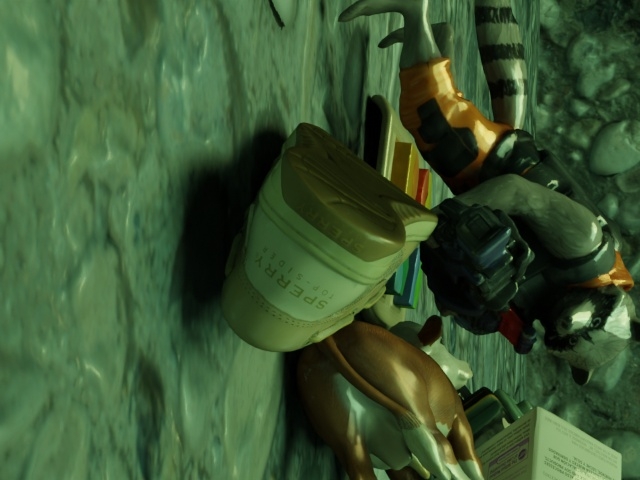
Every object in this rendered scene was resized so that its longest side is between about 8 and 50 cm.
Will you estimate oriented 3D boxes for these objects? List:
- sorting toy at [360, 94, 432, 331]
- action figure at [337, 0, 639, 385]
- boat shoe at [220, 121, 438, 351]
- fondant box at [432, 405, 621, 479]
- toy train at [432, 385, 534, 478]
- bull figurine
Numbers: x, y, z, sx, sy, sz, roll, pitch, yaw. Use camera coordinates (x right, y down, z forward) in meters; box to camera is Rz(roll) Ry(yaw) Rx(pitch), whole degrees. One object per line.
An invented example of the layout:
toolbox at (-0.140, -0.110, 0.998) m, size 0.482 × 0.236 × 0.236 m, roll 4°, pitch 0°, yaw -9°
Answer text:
sorting toy at (0.074, -0.012, 1.283) m, size 0.193 × 0.038 × 0.208 m, roll 38°, pitch 54°, yaw -74°
action figure at (0.142, -0.048, 1.054) m, size 0.330 × 0.178 × 0.341 m, roll 60°, pitch -3°, yaw 5°
boat shoe at (0.000, 0.000, 0.850) m, size 0.098 × 0.109 × 0.302 m, roll -54°, pitch 179°, yaw 10°
fondant box at (0.120, 0.327, 1.098) m, size 0.238 × 0.096 × 0.330 m, roll -45°, pitch -159°, yaw 41°
toy train at (0.232, 0.304, 1.544) m, size 0.334 × 0.142 × 0.190 m, roll 54°, pitch 4°, yaw -3°
bull figurine at (0.065, 0.138, 1.055) m, size 0.188 × 0.101 × 0.310 m, roll 60°, pitch 13°, yaw 17°
